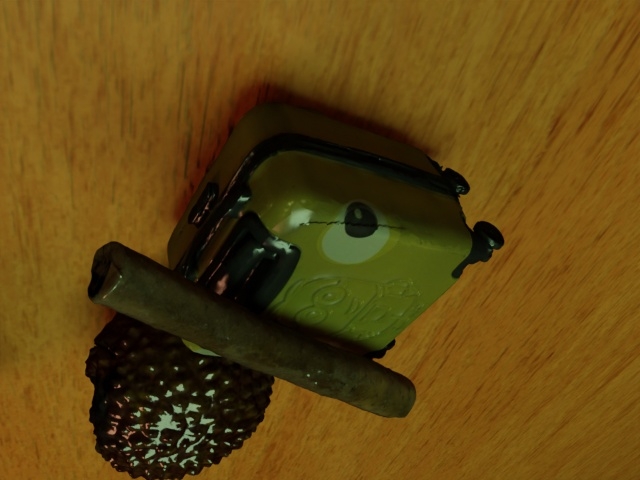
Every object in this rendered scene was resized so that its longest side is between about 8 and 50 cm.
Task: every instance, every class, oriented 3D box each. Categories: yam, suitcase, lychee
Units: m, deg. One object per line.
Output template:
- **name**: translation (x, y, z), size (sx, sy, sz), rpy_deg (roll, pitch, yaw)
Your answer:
- **yam**: translation (-0.024, 0.081, 0.457), size (0.045, 0.045, 0.327), rpy_deg (-50, 136, 5)
- **suitcase**: translation (0.000, 0.000, 0.522), size (0.235, 0.143, 0.194), rpy_deg (12, 132, -35)
- **lychee**: translation (-0.133, 0.139, 0.607), size (0.188, 0.188, 0.188), rpy_deg (-12, 141, -10)
